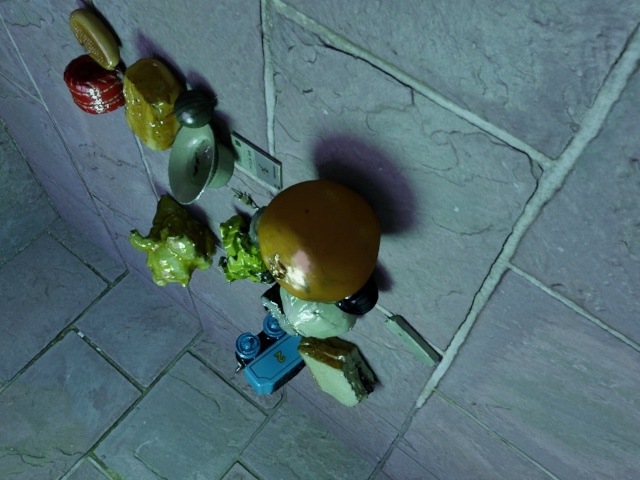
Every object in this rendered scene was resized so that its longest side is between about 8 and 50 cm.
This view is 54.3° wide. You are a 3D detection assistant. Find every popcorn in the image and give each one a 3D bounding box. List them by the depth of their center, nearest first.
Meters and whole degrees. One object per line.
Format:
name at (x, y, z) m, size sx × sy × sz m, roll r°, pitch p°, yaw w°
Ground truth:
popcorn at (-0.590, 0.019, 2.435) m, size 0.321 × 0.325 × 0.290 m, roll 46°, pitch 126°, yaw 38°

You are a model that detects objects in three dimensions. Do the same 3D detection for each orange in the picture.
orange at (0.000, 0.000, 1.529) m, size 0.312 × 0.312 × 0.312 m, roll 34°, pitch 154°, yaw 19°

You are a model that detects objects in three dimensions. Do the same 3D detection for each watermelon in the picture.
watermelon at (-0.331, -0.359, 1.685) m, size 0.133 × 0.105 × 0.105 m, roll -19°, pitch 123°, yaw 20°

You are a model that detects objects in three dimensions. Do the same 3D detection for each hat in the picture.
hat at (-0.326, -0.222, 1.818) m, size 0.130 × 0.258 × 0.257 m, roll 8°, pitch -177°, yaw -42°

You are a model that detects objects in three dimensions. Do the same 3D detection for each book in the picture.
book at (-0.180, -0.221, 1.773) m, size 0.181 × 0.014 × 0.127 m, roll 35°, pitch 154°, yaw 17°

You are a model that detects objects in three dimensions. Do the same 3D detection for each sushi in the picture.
sushi at (-0.127, 0.255, 2.347) m, size 0.212 × 0.115 × 0.147 m, roll 50°, pitch 151°, yaw -13°

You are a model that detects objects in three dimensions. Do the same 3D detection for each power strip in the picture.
power strip at (0.276, 0.302, 1.922) m, size 0.227 × 0.029 × 0.080 m, roll 45°, pitch 157°, yaw -7°

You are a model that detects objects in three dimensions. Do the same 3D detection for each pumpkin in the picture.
pumpkin at (0.084, 0.130, 1.804) m, size 0.194 × 0.150 × 0.194 m, roll 17°, pitch 163°, yaw 5°

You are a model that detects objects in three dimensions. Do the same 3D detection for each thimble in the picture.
thimble at (-0.695, -0.485, 1.935) m, size 0.189 × 0.163 × 0.125 m, roll 23°, pitch 147°, yaw 24°

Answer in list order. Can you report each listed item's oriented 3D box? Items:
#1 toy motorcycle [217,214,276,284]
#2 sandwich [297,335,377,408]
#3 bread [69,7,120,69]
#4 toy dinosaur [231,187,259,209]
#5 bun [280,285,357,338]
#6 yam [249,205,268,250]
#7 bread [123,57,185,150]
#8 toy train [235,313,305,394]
toy motorcycle at (-0.276, 0.049, 2.211) m, size 0.205 × 0.142 × 0.342 m, roll -3°, pitch 143°, yaw 5°
sandwich at (0.079, 0.513, 2.441) m, size 0.262 × 0.131 × 0.326 m, roll 12°, pitch 139°, yaw 46°
bread at (-0.646, -0.585, 1.809) m, size 0.114 × 0.077 × 0.189 m, roll -22°, pitch 114°, yaw 41°
toy dinosaur at (-0.248, -0.132, 2.012) m, size 0.119 × 0.029 × 0.060 m, roll 31°, pitch 170°, yaw 29°
bun at (-0.033, 0.219, 2.062) m, size 0.293 × 0.187 × 0.293 m, roll 36°, pitch 154°, yaw 21°
yam at (-0.081, -0.015, 1.810) m, size 0.254 × 0.154 × 0.154 m, roll 10°, pitch 141°, yaw 44°
bread at (-0.478, -0.384, 1.813) m, size 0.166 × 0.132 × 0.294 m, roll 41°, pitch 157°, yaw 5°
toy train at (-0.202, 0.473, 2.589) m, size 0.265 × 0.300 × 0.188 m, roll 47°, pitch 158°, yaw 17°
